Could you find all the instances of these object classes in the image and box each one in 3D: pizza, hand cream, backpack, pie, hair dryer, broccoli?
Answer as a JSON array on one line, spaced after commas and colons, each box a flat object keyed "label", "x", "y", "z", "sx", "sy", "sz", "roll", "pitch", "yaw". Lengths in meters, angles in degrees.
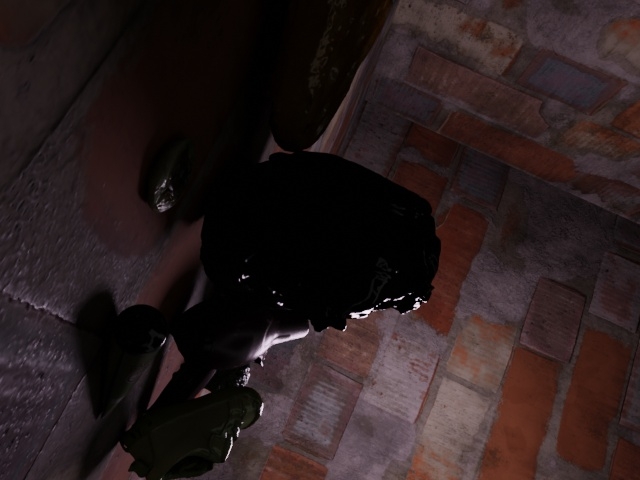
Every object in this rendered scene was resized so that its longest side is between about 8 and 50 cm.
[{"label": "pizza", "x": 0.007, "y": -0.269, "z": 0.730, "sx": 0.277, "sy": 0.114, "sz": 0.409, "roll": -64, "pitch": 179, "yaw": -21}, {"label": "hand cream", "x": -0.220, "y": 0.141, "z": 0.650, "sx": 0.086, "sy": 0.055, "sz": 0.235, "roll": -61, "pitch": -176, "yaw": -40}, {"label": "backpack", "x": 0.000, "y": 0.000, "z": 0.867, "sx": 0.254, "sy": 0.363, "sz": 0.446, "roll": -69, "pitch": 163, "yaw": 11}, {"label": "pie", "x": -0.144, "y": -0.063, "z": 0.536, "sx": 0.085, "sy": 0.017, "sz": 0.085, "roll": 24, "pitch": 90, "yaw": -89}, {"label": "hair dryer", "x": -0.200, "y": 0.243, "z": 1.024, "sx": 0.340, "sy": 0.123, "sz": 0.312, "roll": -49, "pitch": 153, "yaw": 15}, {"label": "broccoli", "x": -0.235, "y": 0.301, "z": 1.319, "sx": 0.146, "sy": 0.138, "sz": 0.162, "roll": 51, "pitch": 27, "yaw": -63}]

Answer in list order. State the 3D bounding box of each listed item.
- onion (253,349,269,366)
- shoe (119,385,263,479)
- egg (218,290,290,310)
[{"label": "onion", "x": -0.157, "y": 0.165, "z": 1.442, "sx": 0.280, "sy": 0.146, "sz": 0.314, "roll": 101, "pitch": 5, "yaw": -69}, {"label": "shoe", "x": -0.214, "y": 0.336, "z": 0.954, "sx": 0.140, "sy": 0.262, "sz": 0.128, "roll": -32, "pitch": -115, "yaw": 37}, {"label": "egg", "x": -0.129, "y": 0.117, "z": 1.190, "sx": 0.176, "sy": 0.176, "sz": 0.231, "roll": -64, "pitch": 169, "yaw": -53}]
